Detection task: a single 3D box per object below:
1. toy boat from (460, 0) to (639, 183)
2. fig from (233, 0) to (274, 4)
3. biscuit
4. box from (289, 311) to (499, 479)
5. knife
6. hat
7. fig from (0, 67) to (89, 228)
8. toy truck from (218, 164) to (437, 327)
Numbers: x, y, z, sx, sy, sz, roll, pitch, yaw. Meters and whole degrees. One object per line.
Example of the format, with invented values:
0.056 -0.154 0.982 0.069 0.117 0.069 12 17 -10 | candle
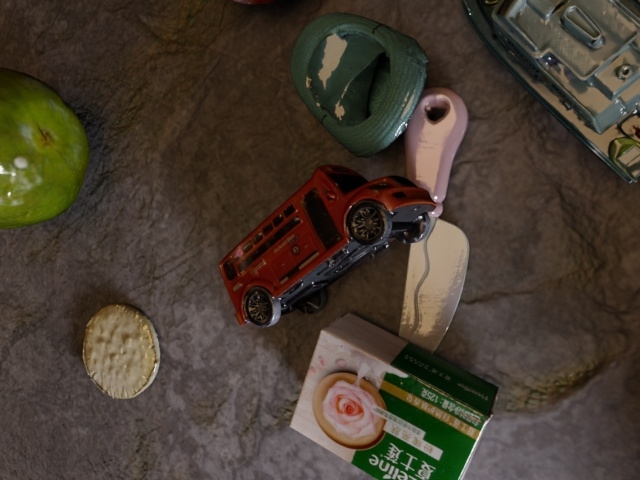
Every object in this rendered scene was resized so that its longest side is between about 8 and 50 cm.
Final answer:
0.233 -0.193 0.476 0.114 0.122 0.296 -42 76 18 | toy boat
-0.054 -0.352 0.582 0.207 0.175 0.175 28 102 0 | fig
-0.306 0.167 0.763 0.152 0.020 0.152 1 92 22 | biscuit
0.079 0.187 0.566 0.199 0.081 0.135 24 107 23 | box
0.130 -0.002 0.578 0.081 0.043 0.335 4 99 18 | knife
0.051 -0.179 0.575 0.191 0.078 0.138 48 121 28 | hat
-0.485 -0.139 0.725 0.314 0.233 0.233 20 99 26 | fig
0.000 0.000 0.567 0.253 0.107 0.114 -40 70 30 | toy truck
